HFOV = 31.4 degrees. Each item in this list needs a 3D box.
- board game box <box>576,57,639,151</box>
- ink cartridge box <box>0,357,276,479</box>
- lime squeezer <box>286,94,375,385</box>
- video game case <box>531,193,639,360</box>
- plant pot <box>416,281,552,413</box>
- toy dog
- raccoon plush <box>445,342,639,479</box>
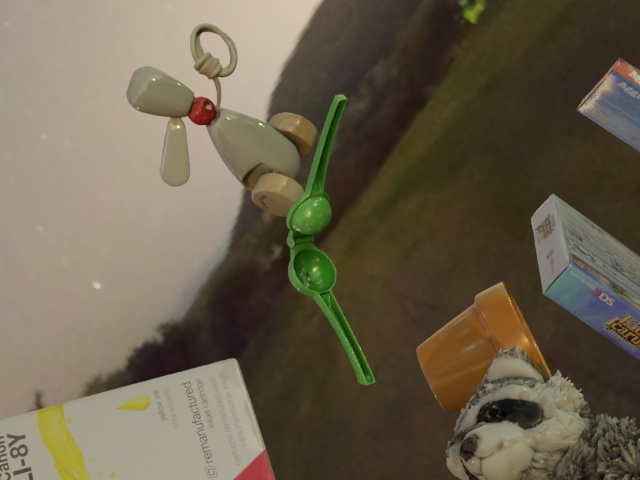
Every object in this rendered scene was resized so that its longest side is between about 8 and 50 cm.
[{"bbox_3d":[0.511,-0.144,1.619,0.027,0.281,0.145,-55,-3,-17],"label":"board game box"},{"bbox_3d":[-0.242,0.332,1.317,0.385,0.279,0.160,-14,-33,-11],"label":"ink cartridge box"},{"bbox_3d":[0.000,0.000,1.239,0.110,0.059,0.310,-167,71,-67],"label":"lime squeezer"},{"bbox_3d":[0.417,0.074,1.574,0.061,0.270,0.244,-52,10,22],"label":"video game case"},{"bbox_3d":[0.276,0.203,1.968,0.188,0.205,0.205,-27,9,9],"label":"plant pot"},{"bbox_3d":[-0.161,-0.161,1.830,0.220,0.333,0.161,-51,11,-35],"label":"toy dog"},{"bbox_3d":[0.327,0.298,1.227,0.216,0.446,0.299,-51,33,0],"label":"raccoon plush"}]
